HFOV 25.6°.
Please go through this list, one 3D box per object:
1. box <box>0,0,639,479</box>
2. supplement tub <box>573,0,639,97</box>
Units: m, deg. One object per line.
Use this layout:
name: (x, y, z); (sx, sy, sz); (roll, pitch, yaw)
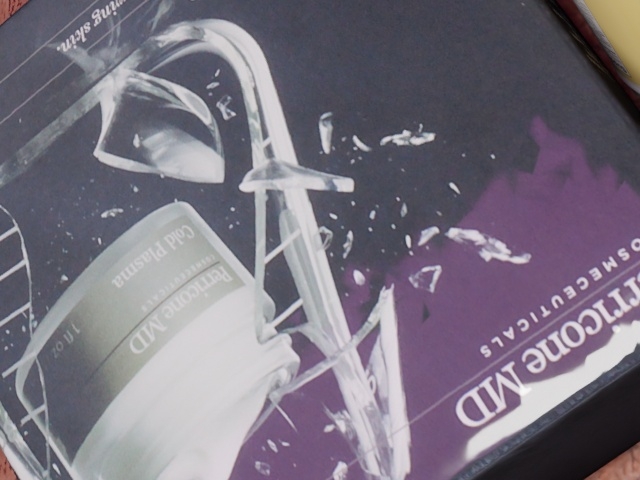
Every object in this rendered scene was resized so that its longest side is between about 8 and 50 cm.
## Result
box: (0.000, 0.000, 1.035); (0.480, 0.297, 0.471); (-38, 69, 14)
supplement tub: (0.254, -0.223, 0.878); (0.241, 0.331, 0.241); (-28, 34, 21)
